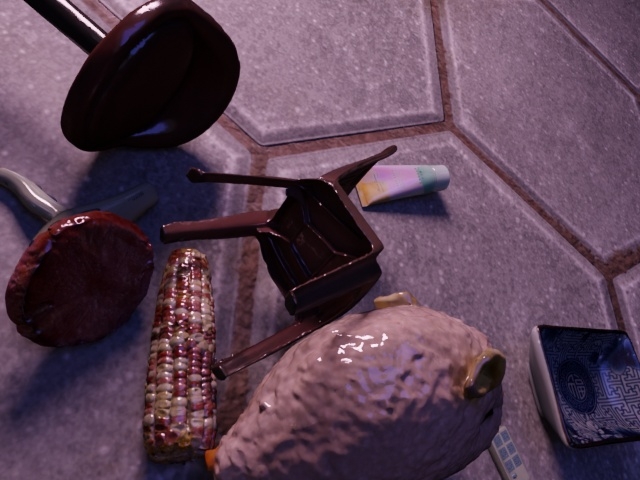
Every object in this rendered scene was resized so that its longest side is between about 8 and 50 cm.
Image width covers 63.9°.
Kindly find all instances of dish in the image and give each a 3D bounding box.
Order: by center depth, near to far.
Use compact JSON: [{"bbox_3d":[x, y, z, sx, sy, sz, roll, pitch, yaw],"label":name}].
[{"bbox_3d":[0.425,0.237,0.832,0.243,0.080,0.181,8,62,-29],"label":"dish"}]

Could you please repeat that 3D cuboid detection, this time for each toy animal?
[{"bbox_3d":[0.055,0.175,0.559,0.359,0.226,0.188,-10,32,-28],"label":"toy animal"}]

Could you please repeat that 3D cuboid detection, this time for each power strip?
[{"bbox_3d":[0.269,0.314,0.741,0.040,0.016,0.090,-13,72,-35],"label":"power strip"}]

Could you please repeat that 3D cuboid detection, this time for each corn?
[{"bbox_3d":[-0.150,0.119,0.568,0.080,0.079,0.237,11,57,-25],"label":"corn"}]

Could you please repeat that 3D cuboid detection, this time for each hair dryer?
[{"bbox_3d":[-0.293,-0.058,0.602,0.199,0.067,0.167,45,41,16],"label":"hair dryer"}]

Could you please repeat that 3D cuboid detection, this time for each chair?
[{"bbox_3d":[-0.299,-0.265,0.584,0.401,0.226,0.226,39,52,-7],"label":"chair"},{"bbox_3d":[0.000,0.000,0.616,0.327,0.175,0.183,-16,67,-44],"label":"chair"}]

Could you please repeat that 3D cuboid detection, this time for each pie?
[{"bbox_3d":[-0.241,0.040,0.528,0.036,0.154,0.154,23,43,32],"label":"pie"}]

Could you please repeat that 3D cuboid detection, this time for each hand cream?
[{"bbox_3d":[0.136,-0.099,0.868,0.174,0.047,0.076,-7,71,-23],"label":"hand cream"}]
